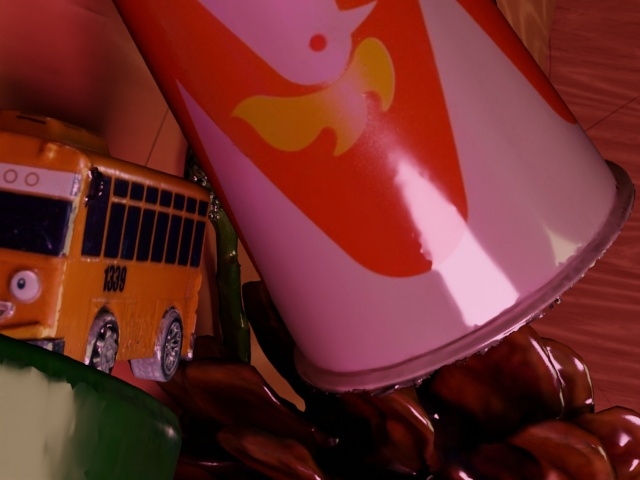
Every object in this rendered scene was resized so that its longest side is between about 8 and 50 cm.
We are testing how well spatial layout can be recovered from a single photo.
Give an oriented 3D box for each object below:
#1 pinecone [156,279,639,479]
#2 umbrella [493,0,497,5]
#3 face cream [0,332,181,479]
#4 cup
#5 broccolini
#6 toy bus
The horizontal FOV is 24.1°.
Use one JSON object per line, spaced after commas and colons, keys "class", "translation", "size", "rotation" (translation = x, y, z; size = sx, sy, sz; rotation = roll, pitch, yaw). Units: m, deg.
{"class": "pinecone", "translation": [0.035, 0.211, 0.917], "size": [0.398, 0.397, 0.398], "rotation": [10, 90, -77]}
{"class": "umbrella", "translation": [0.143, -0.258, 1.591], "size": [0.106, 0.113, 0.358], "rotation": [13, 81, -74]}
{"class": "face cream", "translation": [-0.170, 0.192, 0.345], "size": [0.312, 0.219, 0.357], "rotation": [54, 44, -70]}
{"class": "cup", "translation": [-0.002, -0.095, 0.720], "size": [0.288, 0.203, 0.203], "rotation": [58, 30, -18]}
{"class": "broccolini", "translation": [-0.057, 0.011, 1.053], "size": [0.071, 0.057, 0.254], "rotation": [-25, 136, -19]}
{"class": "toy bus", "translation": [-0.120, 0.006, 0.676], "size": [0.201, 0.098, 0.114], "rotation": [14, 84, -78]}
